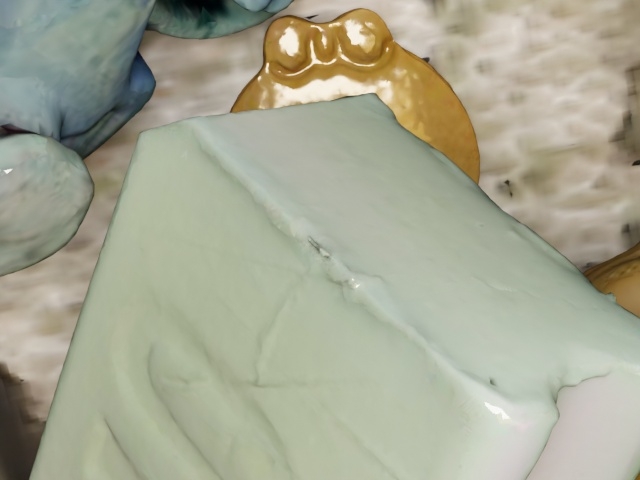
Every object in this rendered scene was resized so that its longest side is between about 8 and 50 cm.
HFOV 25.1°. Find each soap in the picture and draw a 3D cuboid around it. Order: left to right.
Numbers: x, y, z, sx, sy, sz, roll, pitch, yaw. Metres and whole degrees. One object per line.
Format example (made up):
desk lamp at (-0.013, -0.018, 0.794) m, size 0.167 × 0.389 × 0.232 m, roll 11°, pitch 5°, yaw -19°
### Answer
soap at (-0.020, 0.105, 0.486) m, size 0.095 × 0.173 × 0.290 m, roll -9°, pitch 132°, yaw -42°

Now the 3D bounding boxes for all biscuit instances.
biscuit at (0.003, 0.005, 0.582) m, size 0.133 × 0.027 × 0.184 m, roll 30°, pitch 100°, yaw -8°

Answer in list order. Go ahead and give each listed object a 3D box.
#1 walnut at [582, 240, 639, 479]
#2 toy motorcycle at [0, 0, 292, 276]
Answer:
walnut at (0.203, 0.133, 0.506) m, size 0.285 × 0.285 × 0.296 m, roll 8°, pitch 67°, yaw -5°
toy motorcycle at (-0.133, -0.074, 0.442) m, size 0.319 × 0.241 × 0.182 m, roll -33°, pitch 88°, yaw -3°
